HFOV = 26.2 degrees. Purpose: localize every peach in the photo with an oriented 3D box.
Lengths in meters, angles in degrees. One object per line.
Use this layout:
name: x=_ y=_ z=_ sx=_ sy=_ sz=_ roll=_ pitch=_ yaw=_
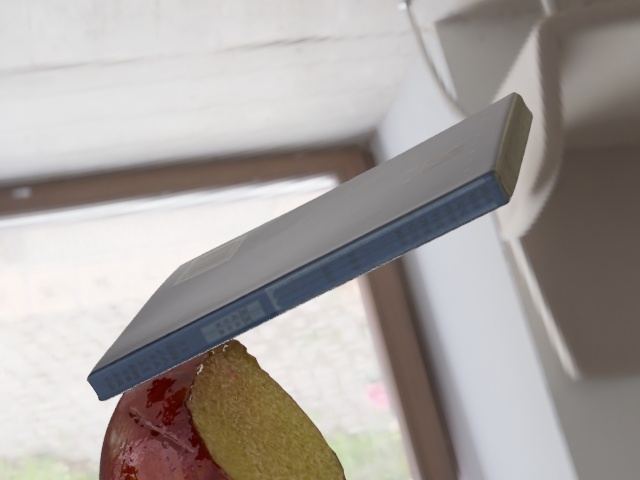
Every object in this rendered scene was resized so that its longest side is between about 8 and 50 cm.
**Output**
peach: x=-0.069 y=0.175 z=1.016 sx=0.190 sy=0.190 sz=0.192 roll=3 pitch=106 yaw=-32

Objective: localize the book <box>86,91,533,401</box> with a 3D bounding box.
book: x=0.000 y=0.000 z=0.831 sx=0.269 sy=0.025 sz=0.191 roll=-27 pitch=-168 yaw=19
